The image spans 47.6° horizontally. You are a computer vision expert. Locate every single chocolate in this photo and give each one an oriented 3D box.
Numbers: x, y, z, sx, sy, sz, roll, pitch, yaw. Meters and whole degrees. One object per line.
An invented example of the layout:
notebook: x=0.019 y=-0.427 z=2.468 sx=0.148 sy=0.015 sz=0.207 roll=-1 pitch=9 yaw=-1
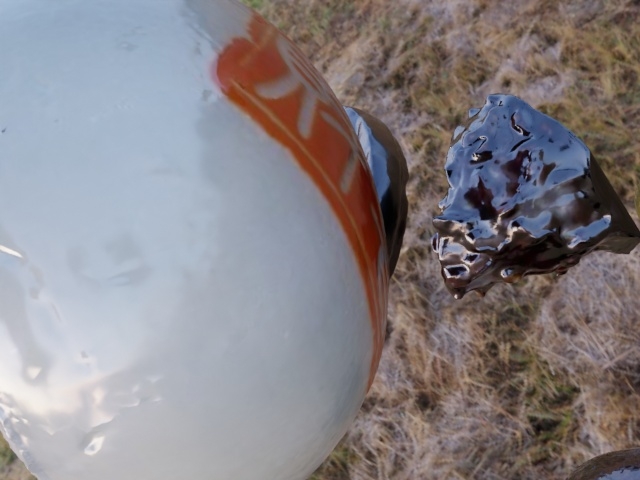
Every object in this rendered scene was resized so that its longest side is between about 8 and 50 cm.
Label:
chocolate: x=0.185 y=-0.021 z=0.783 sx=0.177 sy=0.224 sz=0.206 roll=-42 pitch=24 yaw=-4

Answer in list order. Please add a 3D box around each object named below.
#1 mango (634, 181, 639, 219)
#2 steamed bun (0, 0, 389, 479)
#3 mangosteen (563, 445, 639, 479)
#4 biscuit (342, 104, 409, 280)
mango: x=0.536 y=-0.040 z=0.919 sx=0.211 sy=0.317 sz=0.173 roll=33 pitch=118 yaw=53
steamed bun: x=-0.081 y=-0.007 z=0.490 sx=0.241 sy=0.375 sz=0.375 roll=-17 pitch=40 yaw=-2
mangosteen: x=0.393 y=0.378 z=0.823 sx=0.288 sy=0.288 sz=0.288 roll=-26 pitch=42 yaw=25
biscuit: x=0.000 y=0.000 z=1.090 sx=0.407 sy=0.091 sz=0.408 roll=-42 pitch=38 yaw=44
